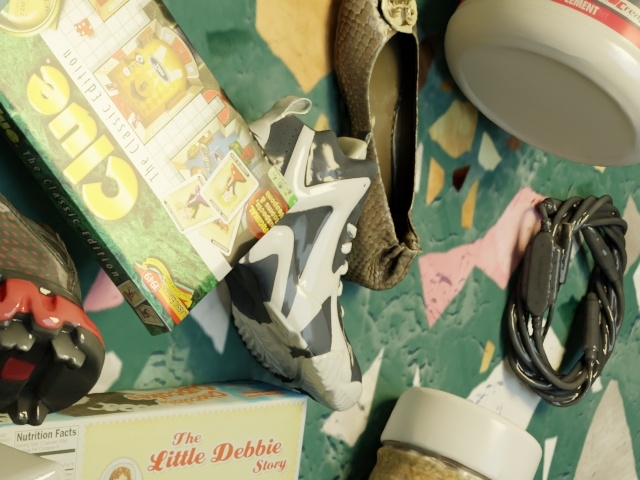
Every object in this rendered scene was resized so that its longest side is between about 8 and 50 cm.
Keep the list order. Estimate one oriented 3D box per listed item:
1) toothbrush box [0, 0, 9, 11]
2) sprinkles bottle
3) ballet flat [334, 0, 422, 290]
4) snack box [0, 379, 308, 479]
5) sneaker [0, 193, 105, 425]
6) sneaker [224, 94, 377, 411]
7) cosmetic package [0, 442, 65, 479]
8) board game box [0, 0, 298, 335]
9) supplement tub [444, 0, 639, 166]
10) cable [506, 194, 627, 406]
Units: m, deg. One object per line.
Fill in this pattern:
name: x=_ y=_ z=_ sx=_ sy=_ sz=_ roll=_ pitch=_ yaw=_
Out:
toothbrush box: x=-0.244 y=-0.185 z=0.873 sx=0.295 sy=0.126 sz=0.216 roll=-51 pitch=138 yaw=7
sprinkles bottle: x=0.048 y=0.292 z=1.403 sx=0.121 sy=0.121 sz=0.355 roll=40 pitch=70 yaw=-46
ballet flat: x=0.050 y=-0.084 z=1.361 sx=0.084 sy=0.058 sz=0.250 roll=-8 pitch=105 yaw=-48
snack box: x=-0.142 y=0.195 z=1.210 sx=0.322 sy=0.060 sz=0.187 roll=0 pitch=99 yaw=-48
sneaker: x=-0.250 y=0.008 z=1.016 sx=0.276 sy=0.097 sz=0.135 roll=18 pitch=42 yaw=-28
sneaker: x=0.000 y=0.000 z=1.297 sx=0.153 sy=0.094 sz=0.235 roll=-46 pitch=120 yaw=-20
cosmetic package: x=-0.353 y=0.220 z=0.851 sx=0.453 sy=0.230 sz=0.162 roll=-20 pitch=113 yaw=-45
board game box: x=-0.128 y=-0.084 z=1.127 sx=0.136 sy=0.030 sz=0.260 roll=-46 pitch=113 yaw=-29
supplement tub: x=0.232 y=-0.212 z=1.435 sx=0.191 sy=0.191 sz=0.272 roll=48 pitch=63 yaw=-43
cable: x=0.216 y=0.051 z=1.600 sx=0.150 sy=0.047 sz=0.185 roll=-6 pitch=101 yaw=-53
